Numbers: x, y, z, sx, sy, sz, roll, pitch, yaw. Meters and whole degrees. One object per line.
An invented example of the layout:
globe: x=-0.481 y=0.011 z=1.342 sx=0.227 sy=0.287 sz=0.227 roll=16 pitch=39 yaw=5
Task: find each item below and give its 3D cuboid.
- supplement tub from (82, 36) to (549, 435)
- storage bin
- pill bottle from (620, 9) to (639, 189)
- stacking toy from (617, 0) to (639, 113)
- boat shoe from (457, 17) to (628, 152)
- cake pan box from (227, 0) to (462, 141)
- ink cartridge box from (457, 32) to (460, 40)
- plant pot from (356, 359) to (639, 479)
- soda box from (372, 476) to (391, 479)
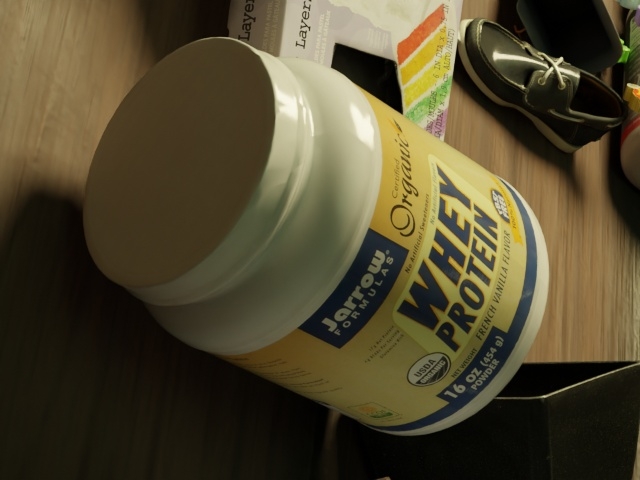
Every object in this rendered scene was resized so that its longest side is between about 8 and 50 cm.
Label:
supplement tub: x=0.000 y=0.000 z=1.353 sx=0.316 sy=0.228 sz=0.228 roll=28 pitch=53 yaw=-42
storage bin: x=0.253 y=-0.248 z=1.905 sx=0.091 sy=0.098 sz=0.135 roll=-97 pitch=160 yaw=-48
pill bottle: x=0.426 y=-0.197 z=2.040 sx=0.161 sy=0.161 sz=0.283 roll=37 pitch=47 yaw=-36
stacking toy: x=0.346 y=-0.249 z=1.921 sx=0.052 sy=0.167 sz=0.221 roll=6 pitch=26 yaw=-13
boat shoe: x=0.228 y=-0.171 z=1.848 sx=0.233 sy=0.079 sz=0.084 roll=30 pitch=55 yaw=-39
cake pan box: x=0.024 y=-0.182 z=1.540 sx=0.245 sy=0.070 sz=0.267 roll=12 pitch=86 yaw=-48
ink cartridge box: x=0.089 y=-0.231 z=1.739 sx=0.115 sy=0.029 sz=0.063 roll=16 pitch=62 yaw=-49
plant pot: x=0.161 y=0.198 z=1.517 sx=0.187 sy=0.188 sz=0.167 roll=-11 pitch=94 yaw=-53
soda box: x=0.068 y=0.282 z=1.446 sx=0.183 sy=0.063 sz=0.058 roll=58 pitch=38 yaw=-17
